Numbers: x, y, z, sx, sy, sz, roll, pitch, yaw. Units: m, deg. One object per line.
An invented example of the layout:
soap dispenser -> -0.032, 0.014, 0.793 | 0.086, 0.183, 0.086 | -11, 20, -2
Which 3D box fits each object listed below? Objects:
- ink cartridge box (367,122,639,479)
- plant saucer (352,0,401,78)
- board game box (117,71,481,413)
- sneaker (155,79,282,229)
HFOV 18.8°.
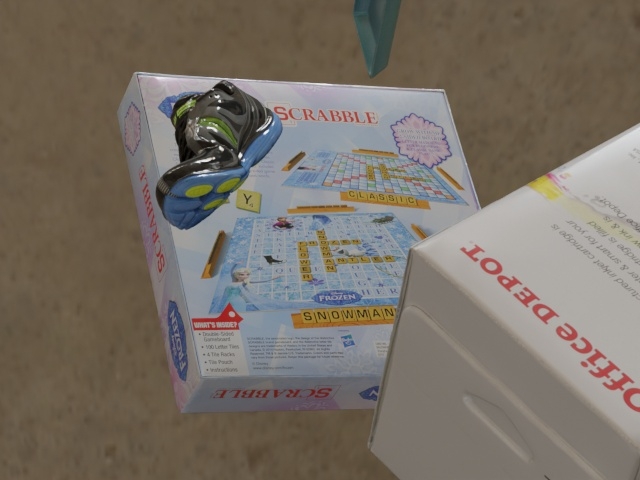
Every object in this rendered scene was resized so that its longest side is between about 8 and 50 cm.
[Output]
ink cartridge box -> 0.201, 0.074, 1.228 | 0.270, 0.197, 0.198 | -27, 56, -32
plant saucer -> 0.048, -0.204, 1.468 | 0.018, 0.192, 0.067 | -7, 61, -11
board game box -> 0.000, 0.000, 1.723 | 0.319, 0.066, 0.318 | 2, 56, -25
sneaker -> -0.088, -0.068, 1.439 | 0.078, 0.067, 0.188 | 43, 28, -6
